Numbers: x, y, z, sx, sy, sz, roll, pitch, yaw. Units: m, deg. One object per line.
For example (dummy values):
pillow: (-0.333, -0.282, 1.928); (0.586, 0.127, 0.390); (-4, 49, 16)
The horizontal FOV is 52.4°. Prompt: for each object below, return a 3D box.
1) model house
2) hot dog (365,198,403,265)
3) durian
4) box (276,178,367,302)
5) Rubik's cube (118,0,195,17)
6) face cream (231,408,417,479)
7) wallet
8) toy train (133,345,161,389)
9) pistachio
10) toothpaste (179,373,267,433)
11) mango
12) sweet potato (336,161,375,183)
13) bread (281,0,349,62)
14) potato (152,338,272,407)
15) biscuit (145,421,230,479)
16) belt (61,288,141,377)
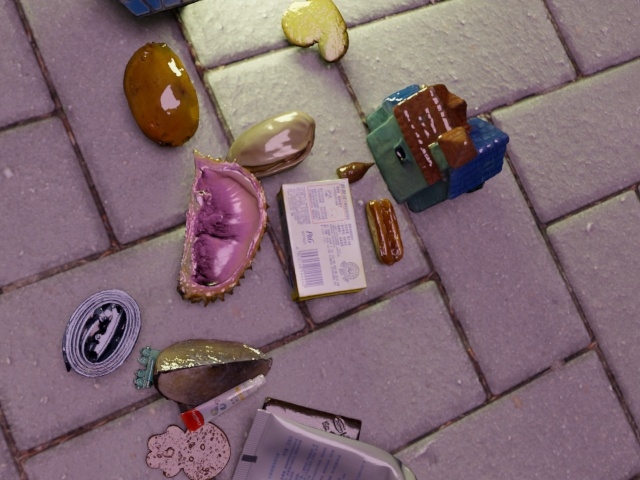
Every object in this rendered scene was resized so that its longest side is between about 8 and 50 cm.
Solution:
model house: (0.288, -0.245, 1.505); (0.251, 0.329, 0.295); (-25, 87, -14)
hot dog: (0.156, -0.021, 1.569); (0.071, 0.045, 0.165); (-10, 81, -18)
durian: (-0.218, -0.021, 1.447); (0.191, 0.112, 0.341); (7, 85, -22)
box: (0.000, 0.000, 1.498); (0.168, 0.097, 0.265); (-8, 81, -16)
Rubik's cube: (-0.373, -0.653, 1.455); (0.319, 0.319, 0.264); (14, 49, -11)
face cream: (0.029, 0.520, 1.377); (0.420, 0.137, 0.235); (19, 101, -8)
wallet: (-0.025, 0.431, 1.434); (0.232, 0.031, 0.122); (17, 73, -11)
toy train: (-0.369, 0.272, 1.384); (0.045, 0.029, 0.092); (15, 78, -27)
pistachio: (-0.105, -0.220, 1.509); (0.223, 0.126, 0.152); (-36, 55, -14)
toothpaste: (-0.201, 0.340, 1.378); (0.190, 0.031, 0.048); (-29, 102, -10)
mango: (-0.353, -0.332, 1.467); (0.156, 0.151, 0.249); (-1, 70, -46)
sweet potato: (0.089, -0.171, 1.589); (0.117, 0.049, 0.049); (-25, 85, -28)
bread: (-0.013, -0.519, 1.629); (0.149, 0.065, 0.188); (-28, 89, -7)
potato: (-0.248, 0.277, 1.394); (0.261, 0.100, 0.120); (0, 122, -32)
biscuit: (-0.276, 0.441, 1.371); (0.175, 0.026, 0.124); (6, 73, -13)
belt: (-0.453, 0.195, 1.350); (0.141, 0.082, 0.190); (26, 72, -11)
